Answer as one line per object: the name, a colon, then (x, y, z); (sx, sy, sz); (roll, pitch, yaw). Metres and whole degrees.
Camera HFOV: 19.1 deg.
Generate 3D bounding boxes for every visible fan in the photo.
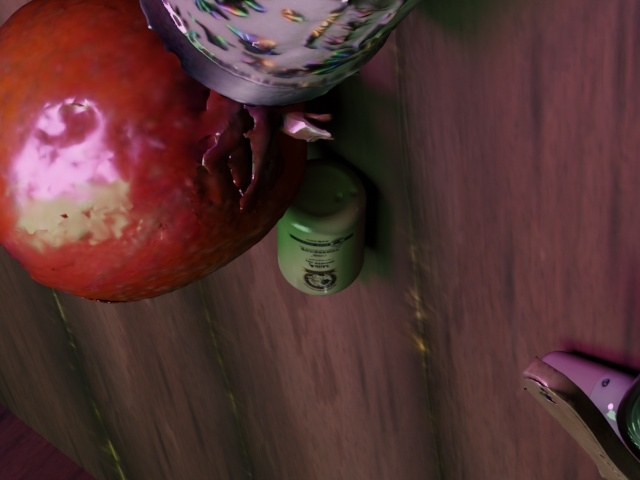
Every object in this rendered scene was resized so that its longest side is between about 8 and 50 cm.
fan: (0.259, 0.137, 1.497); (0.130, 0.074, 0.244); (47, 165, -33)

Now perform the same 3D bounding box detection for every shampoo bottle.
shampoo bottle: (0.000, 0.000, 1.684); (0.079, 0.079, 0.162); (37, 155, 20)

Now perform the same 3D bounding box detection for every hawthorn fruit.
hawthorn fruit: (-0.119, -0.088, 1.542); (0.307, 0.276, 0.276); (-8, 127, 33)

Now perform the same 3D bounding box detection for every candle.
candle: (0.003, -0.210, 1.200); (0.187, 0.187, 0.330); (47, 155, -3)

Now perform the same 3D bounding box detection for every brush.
brush: (0.225, 0.192, 1.480); (0.070, 0.065, 0.327); (36, 171, 44)
